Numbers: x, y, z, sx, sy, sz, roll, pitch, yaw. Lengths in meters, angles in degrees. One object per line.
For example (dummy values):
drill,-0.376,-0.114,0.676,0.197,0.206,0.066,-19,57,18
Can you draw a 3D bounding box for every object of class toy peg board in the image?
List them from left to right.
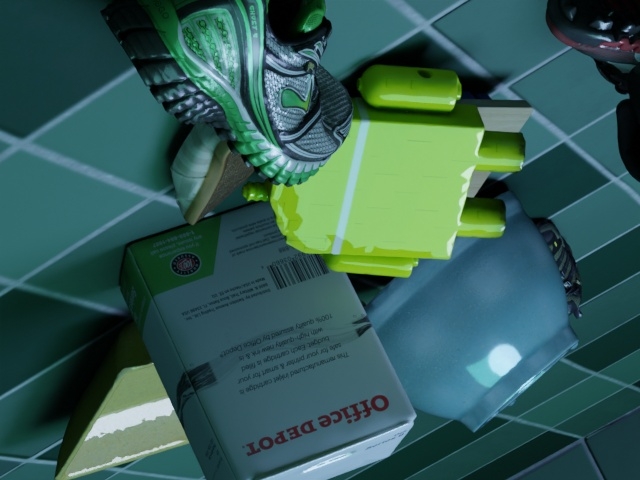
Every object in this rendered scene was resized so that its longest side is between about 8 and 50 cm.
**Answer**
toy peg board,0.113,-0.104,1.946,0.161,0.079,0.160,-4,136,-46

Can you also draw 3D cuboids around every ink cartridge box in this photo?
ink cartridge box,-0.060,0.119,1.947,0.211,0.289,0.121,-18,159,-20

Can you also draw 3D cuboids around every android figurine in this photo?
android figurine,0.060,-0.063,1.839,0.273,0.056,0.248,2,127,-10

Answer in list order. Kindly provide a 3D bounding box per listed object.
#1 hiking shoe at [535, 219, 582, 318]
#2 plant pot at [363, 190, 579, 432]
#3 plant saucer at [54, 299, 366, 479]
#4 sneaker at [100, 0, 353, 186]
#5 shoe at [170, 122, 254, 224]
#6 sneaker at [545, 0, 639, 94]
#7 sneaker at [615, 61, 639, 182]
hiking shoe,0.311,0.045,2.483,0.086,0.114,0.227,-33,160,17
plant pot,0.189,0.109,2.252,0.293,0.196,0.293,-40,170,-8
plant saucer,-0.152,0.157,2.250,0.333,0.081,0.332,-14,157,-30
sneaker,-0.038,-0.147,1.534,0.146,0.134,0.343,-34,161,11
shoe,-0.100,-0.081,1.752,0.076,0.058,0.219,-38,172,-26
sneaker,0.307,-0.205,1.861,0.276,0.097,0.135,-7,151,-46
sneaker,0.403,-0.121,1.866,0.202,0.185,0.483,-16,161,14
